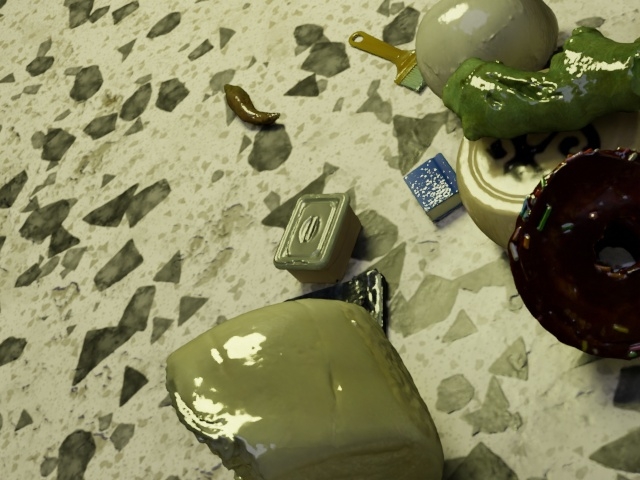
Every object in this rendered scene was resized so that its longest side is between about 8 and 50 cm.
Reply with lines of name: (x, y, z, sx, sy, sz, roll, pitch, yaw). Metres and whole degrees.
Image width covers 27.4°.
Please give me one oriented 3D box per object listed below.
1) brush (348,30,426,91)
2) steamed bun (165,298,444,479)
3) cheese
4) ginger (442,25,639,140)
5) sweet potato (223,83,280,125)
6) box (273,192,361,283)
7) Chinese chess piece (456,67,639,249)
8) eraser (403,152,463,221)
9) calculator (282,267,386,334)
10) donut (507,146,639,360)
brush: (0.107, -0.280, 1.966, 0.083, 0.011, 0.205, -49, 43, -9)
steamed bun: (-0.029, 0.204, 1.451, 0.273, 0.272, 0.290, -43, 54, 5)
cheese: (0.215, -0.262, 1.762, 0.198, 0.189, 0.154, -23, 78, 19)
ginger: (0.280, -0.188, 1.567, 0.290, 0.089, 0.137, -16, 66, 29)
sweet potato: (-0.116, -0.209, 2.044, 0.153, 0.038, 0.041, 38, 104, 45)
box: (0.000, 0.000, 1.770, 0.089, 0.062, 0.122, 0, 57, 35)
Chinese chess piece: (0.294, -0.097, 1.616, 0.257, 0.104, 0.257, -18, 48, 21)
eraser: (0.155, -0.071, 1.746, 0.063, 0.027, 0.084, -34, 42, 5)
calculator: (0.011, 0.160, 1.661, 0.161, 0.021, 0.261, -17, 47, 24)
donut: (0.328, 0.012, 1.449, 0.235, 0.089, 0.235, 0, 91, 16)
